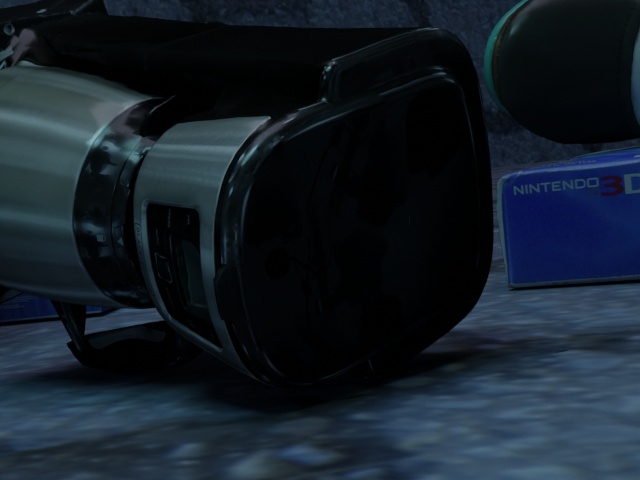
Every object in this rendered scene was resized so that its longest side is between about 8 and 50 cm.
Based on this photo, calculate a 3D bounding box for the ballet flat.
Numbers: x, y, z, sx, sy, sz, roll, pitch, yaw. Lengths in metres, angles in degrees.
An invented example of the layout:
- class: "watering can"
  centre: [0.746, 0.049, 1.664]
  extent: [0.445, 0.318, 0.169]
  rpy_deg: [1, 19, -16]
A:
- class: "ballet flat"
  centre: [0.210, -0.100, 0.682]
  extent: [0.280, 0.095, 0.096]
  rpy_deg: [-10, 16, -42]

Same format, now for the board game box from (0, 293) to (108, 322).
- class: "board game box"
  centre: [-0.155, 0.031, 0.732]
  extent: [0.090, 0.020, 0.090]
  rpy_deg: [-6, 2, 8]

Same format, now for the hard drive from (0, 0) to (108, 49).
- class: "hard drive"
  centre: [-0.320, -0.090, 1.189]
  extent: [0.339, 0.237, 0.064]
  rpy_deg: [-6, 27, 22]

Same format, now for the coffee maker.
- class: "coffee maker"
  centre: [-0.030, -0.033, 0.452]
  extent: [0.178, 0.120, 0.171]
  rpy_deg: [12, 52, 40]

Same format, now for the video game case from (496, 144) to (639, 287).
- class: "video game case"
  centre: [0.253, -0.028, 0.653]
  extent: [0.270, 0.061, 0.244]
  rpy_deg: [-5, 3, 24]
